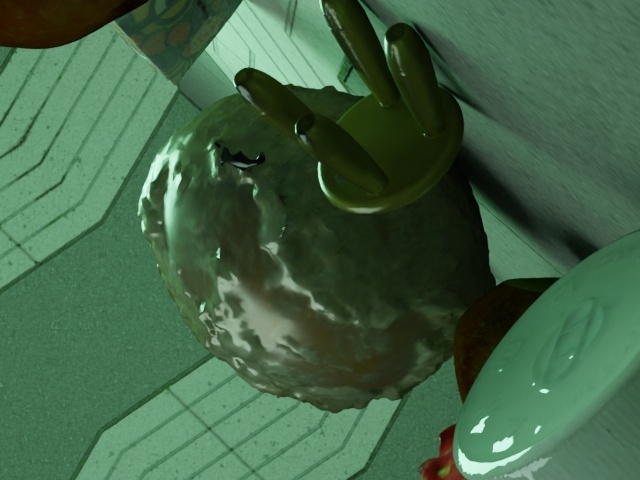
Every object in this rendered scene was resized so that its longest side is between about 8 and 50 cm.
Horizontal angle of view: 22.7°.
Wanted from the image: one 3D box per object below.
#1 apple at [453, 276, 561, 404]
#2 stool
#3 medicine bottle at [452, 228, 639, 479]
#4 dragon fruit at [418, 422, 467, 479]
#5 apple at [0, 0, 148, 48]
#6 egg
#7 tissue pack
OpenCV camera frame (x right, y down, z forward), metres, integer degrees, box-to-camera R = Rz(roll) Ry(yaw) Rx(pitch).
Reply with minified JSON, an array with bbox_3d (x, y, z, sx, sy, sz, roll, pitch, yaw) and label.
[{"bbox_3d":[0.181,0.101,1.216,0.147,0.163,0.146,-83,-9,-80],"label":"apple"},{"bbox_3d":[0.024,-0.090,1.059,0.134,0.135,0.110,-11,141,27],"label":"stool"},{"bbox_3d":[0.246,0.160,0.869,0.332,0.190,0.190,43,178,-7],"label":"medicine bottle"},{"bbox_3d":[0.260,0.322,1.790,0.371,0.386,0.249,56,159,37],"label":"dragon fruit"},{"bbox_3d":[-0.201,-0.228,1.063,0.230,0.230,0.230,43,178,2],"label":"apple"},{"bbox_3d":[0.000,0.000,1.338,0.310,0.279,0.279,38,176,23],"label":"egg"},{"bbox_3d":[-0.142,-0.221,1.437,0.060,0.108,0.148,38,175,28],"label":"tissue pack"}]
